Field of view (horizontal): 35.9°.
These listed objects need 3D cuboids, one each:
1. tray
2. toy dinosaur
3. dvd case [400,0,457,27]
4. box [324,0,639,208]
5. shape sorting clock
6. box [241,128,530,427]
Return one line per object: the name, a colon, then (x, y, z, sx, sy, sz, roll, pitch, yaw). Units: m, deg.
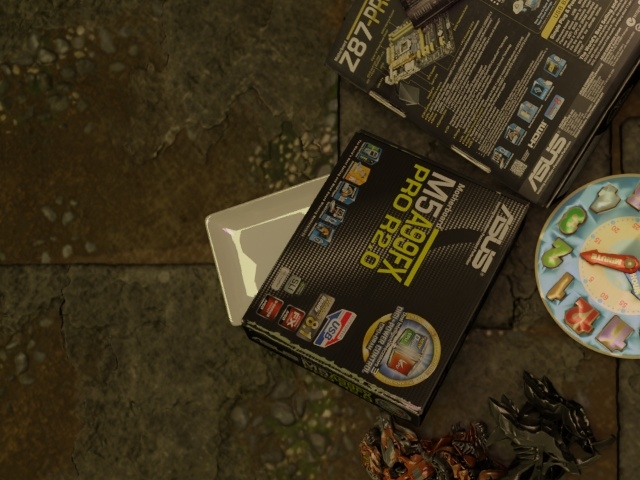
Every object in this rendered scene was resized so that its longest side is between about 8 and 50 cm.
tray: (0.000, 0.000, 1.198, 0.270, 0.030, 0.145, -18, 78, 14)
toy dinosaur: (0.203, 0.270, 1.070, 0.322, 0.164, 0.218, 25, 106, 0)
dvd case: (0.115, -0.364, 1.047, 0.165, 0.018, 0.221, -31, 83, 33)
box: (0.223, -0.282, 1.067, 0.318, 0.097, 0.394, 34, 115, 16)
shape sorting clock: (0.341, 0.027, 1.086, 0.206, 0.040, 0.206, -2, 84, 17)
box: (0.073, 0.034, 1.081, 0.216, 0.060, 0.270, 26, 71, 16)
